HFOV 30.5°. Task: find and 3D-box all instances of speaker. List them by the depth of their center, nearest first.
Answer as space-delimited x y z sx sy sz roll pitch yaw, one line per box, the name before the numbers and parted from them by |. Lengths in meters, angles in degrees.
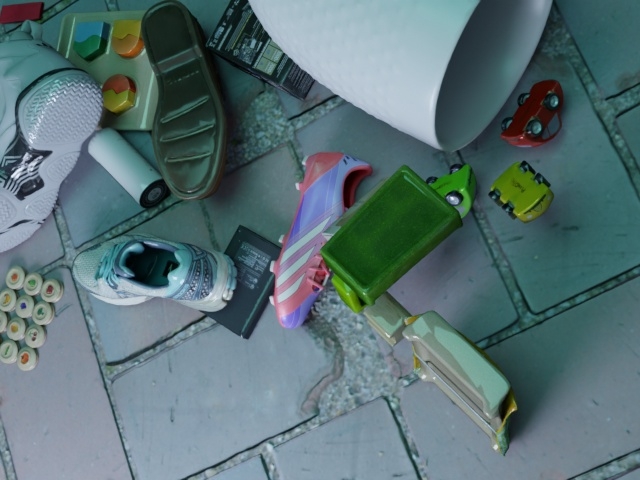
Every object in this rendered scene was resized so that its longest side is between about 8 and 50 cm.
speaker | -0.286 -0.109 1.746 0.136 0.055 0.055 43 98 26

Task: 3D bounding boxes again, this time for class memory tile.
memory tile | -0.458 0.118 1.799 0.113 0.012 0.148 17 87 27

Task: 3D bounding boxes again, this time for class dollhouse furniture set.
dollhouse furniture set | 0.163 0.088 1.428 0.151 0.197 0.301 -43 66 -8

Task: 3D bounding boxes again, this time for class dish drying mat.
dish drying mat | -0.490 -0.374 1.928 0.083 0.008 0.032 0 77 26

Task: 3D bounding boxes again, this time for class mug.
mug | 0.072 -0.323 1.413 0.328 0.374 0.276 31 76 22

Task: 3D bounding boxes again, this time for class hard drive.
hard drive | -0.108 0.058 1.642 0.094 0.022 0.135 30 92 27

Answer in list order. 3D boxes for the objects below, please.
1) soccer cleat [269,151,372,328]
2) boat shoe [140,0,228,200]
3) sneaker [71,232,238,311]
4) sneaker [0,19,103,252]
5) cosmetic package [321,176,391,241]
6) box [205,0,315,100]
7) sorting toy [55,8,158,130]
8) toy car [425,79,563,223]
soccer cleat | 0.000 0.000 1.576 0.095 0.083 0.248 10 80 22
boat shoe | -0.179 -0.194 1.691 0.111 0.104 0.307 -12 72 13
sneaker | -0.256 0.030 1.651 0.283 0.122 0.110 1 75 34
sneaker | -0.479 -0.155 1.792 0.366 0.137 0.210 -52 55 22
cosmetic package | 0.062 -0.031 1.530 0.115 0.060 0.041 -43 102 -11
box | -0.052 -0.314 1.669 0.147 0.077 0.180 29 92 27
sorting toy | -0.329 -0.265 1.810 0.208 0.038 0.193 5 80 26
toy car | 0.212 -0.077 1.483 0.225 0.053 0.239 -26 34 36
